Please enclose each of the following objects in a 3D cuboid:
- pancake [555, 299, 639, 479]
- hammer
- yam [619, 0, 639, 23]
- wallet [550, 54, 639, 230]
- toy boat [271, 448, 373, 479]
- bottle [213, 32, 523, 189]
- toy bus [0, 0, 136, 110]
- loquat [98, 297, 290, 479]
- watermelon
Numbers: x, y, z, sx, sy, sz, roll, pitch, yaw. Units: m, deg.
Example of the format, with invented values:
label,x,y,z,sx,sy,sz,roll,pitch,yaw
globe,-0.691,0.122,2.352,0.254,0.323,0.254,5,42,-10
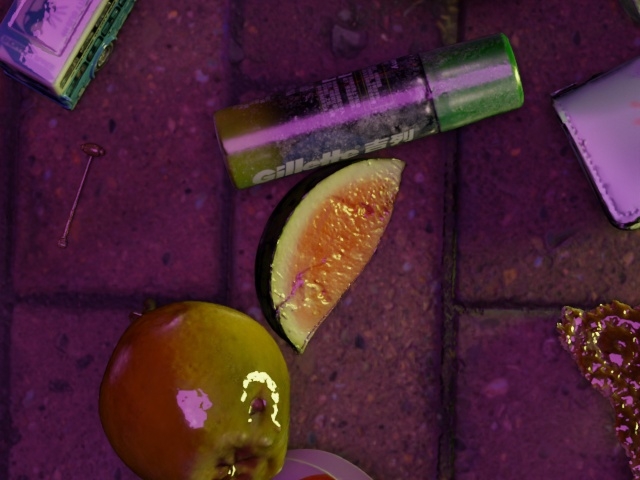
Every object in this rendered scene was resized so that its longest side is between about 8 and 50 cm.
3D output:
label,x,y,z,sx,sy,sz,roll,pitch,yaw
pancake,0.352,0.153,1.741,0.244,0.057,0.266,28,76,14
hammer,-0.273,-0.051,1.836,0.029,0.014,0.123,18,90,13
yam,0.404,-0.294,1.778,0.169,0.068,0.068,-25,86,0
wallet,0.396,-0.132,1.767,0.250,0.075,0.176,-26,82,3
toy boat,0.018,0.296,1.701,0.219,0.072,0.318,-21,43,10
bottle,0.052,-0.143,1.779,0.330,0.093,0.093,-16,86,3
toy bus,-0.246,-0.296,1.788,0.106,0.131,0.297,30,88,5
loquat,-0.140,0.156,1.729,0.213,0.213,0.246,-37,54,1
watermelon,0.000,0.001,1.799,0.119,0.063,0.245,30,84,-14
